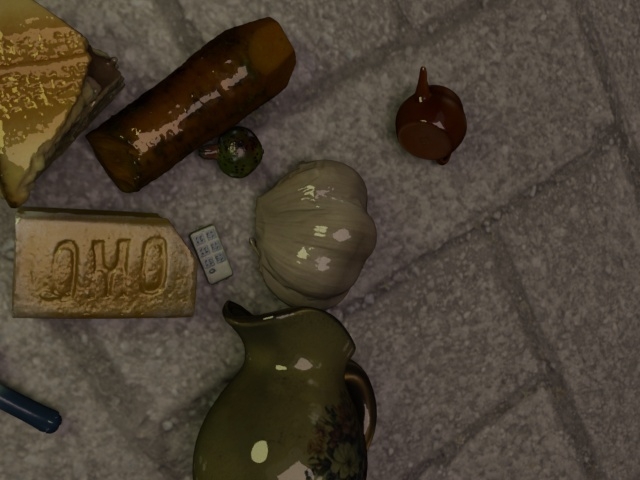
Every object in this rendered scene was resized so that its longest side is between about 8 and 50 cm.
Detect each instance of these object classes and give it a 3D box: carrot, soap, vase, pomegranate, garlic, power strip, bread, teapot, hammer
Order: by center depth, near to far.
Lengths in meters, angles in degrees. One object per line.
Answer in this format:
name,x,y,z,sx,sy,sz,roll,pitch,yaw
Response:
bread,-0.372,-0.186,0.775,0.211,0.183,0.224,39,78,-19
hammer,-0.425,0.200,0.859,0.194,0.069,0.116,38,80,-25
soap,-0.285,0.032,0.890,0.232,0.073,0.140,3,99,-23
carrot,-0.167,-0.186,0.895,0.302,0.114,0.114,-40,108,-13
pomegranate,-0.123,-0.129,0.938,0.084,0.073,0.073,27,85,-31
vase,-0.022,0.256,0.960,0.329,0.241,0.302,19,73,-50
garlic,0.000,0.000,0.965,0.178,0.143,0.229,4,102,-23
power strip,-0.159,0.020,0.968,0.040,0.016,0.090,-24,103,-18
teapot,0.178,-0.190,1.040,0.116,0.116,0.173,-46,136,-11
